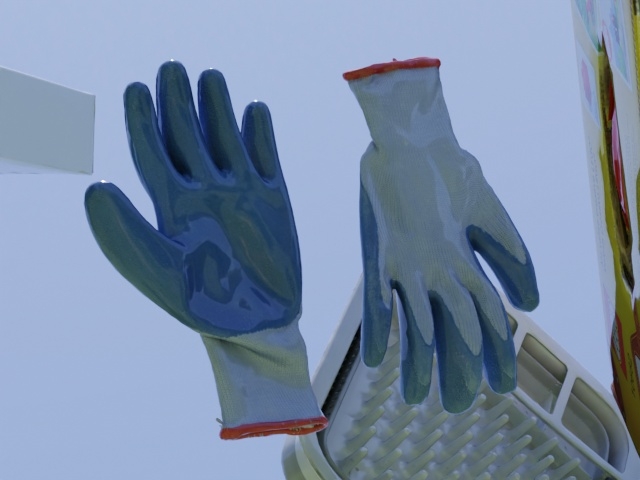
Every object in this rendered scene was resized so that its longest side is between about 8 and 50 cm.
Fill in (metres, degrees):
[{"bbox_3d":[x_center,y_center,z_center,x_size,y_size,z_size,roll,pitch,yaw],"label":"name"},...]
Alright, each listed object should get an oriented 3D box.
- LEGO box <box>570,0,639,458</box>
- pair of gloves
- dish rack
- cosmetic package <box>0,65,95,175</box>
[{"bbox_3d":[0.366,-0.080,1.171,0.372,0.193,0.500,-12,-56,-1],"label":"LEGO box"},{"bbox_3d":[0.000,0.000,0.741,0.198,0.159,0.023,-8,-14,-32],"label":"pair of gloves"},{"bbox_3d":[0.102,0.159,1.352,0.285,0.333,0.072,43,-58,-9],"label":"dish rack"},{"bbox_3d":[-0.233,-0.079,1.107,0.099,0.239,0.060,3,-93,20],"label":"cosmetic package"}]
